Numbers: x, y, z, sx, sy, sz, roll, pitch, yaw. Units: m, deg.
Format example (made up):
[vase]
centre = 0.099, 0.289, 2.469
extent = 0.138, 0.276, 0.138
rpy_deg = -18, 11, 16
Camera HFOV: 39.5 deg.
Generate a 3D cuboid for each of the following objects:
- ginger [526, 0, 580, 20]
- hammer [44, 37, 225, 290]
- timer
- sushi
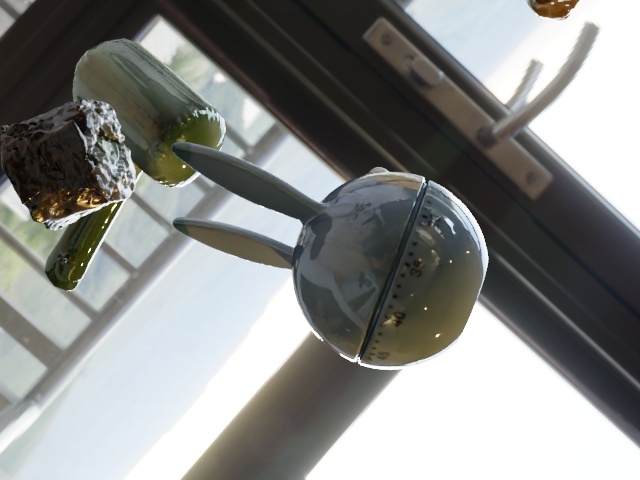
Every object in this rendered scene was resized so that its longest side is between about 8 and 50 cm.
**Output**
[ginger]
centre = 0.129, -0.267, 0.561
extent = 0.218, 0.270, 0.123
rpy_deg = -56, -153, 24
[hammer]
centre = -0.272, -0.074, 1.135
extent = 0.335, 0.206, 0.119
rpy_deg = -56, 156, 17
[timer]
centre = 0.019, -0.007, 0.731
extent = 0.175, 0.255, 0.175
rpy_deg = -44, 162, -19
[sushi]
centre = -0.199, -0.064, 0.721
extent = 0.084, 0.094, 0.098
rpy_deg = -21, -179, 13
